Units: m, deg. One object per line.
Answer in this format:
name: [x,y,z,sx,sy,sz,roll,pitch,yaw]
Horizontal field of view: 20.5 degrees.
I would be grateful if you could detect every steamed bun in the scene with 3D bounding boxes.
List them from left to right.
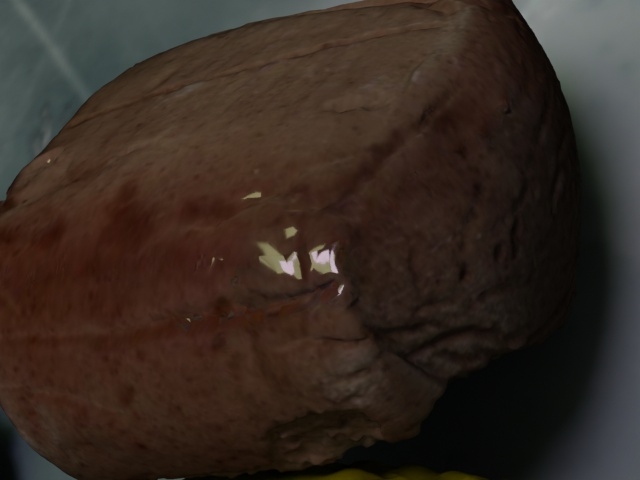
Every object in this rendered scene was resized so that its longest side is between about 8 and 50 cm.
steamed bun: [0.000,0.000,0.484,0.145,0.106,0.175,-8,23,28]

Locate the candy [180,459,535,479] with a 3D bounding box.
candy: [-0.002,0.104,0.454,0.199,0.094,0.106,5,73,47]
